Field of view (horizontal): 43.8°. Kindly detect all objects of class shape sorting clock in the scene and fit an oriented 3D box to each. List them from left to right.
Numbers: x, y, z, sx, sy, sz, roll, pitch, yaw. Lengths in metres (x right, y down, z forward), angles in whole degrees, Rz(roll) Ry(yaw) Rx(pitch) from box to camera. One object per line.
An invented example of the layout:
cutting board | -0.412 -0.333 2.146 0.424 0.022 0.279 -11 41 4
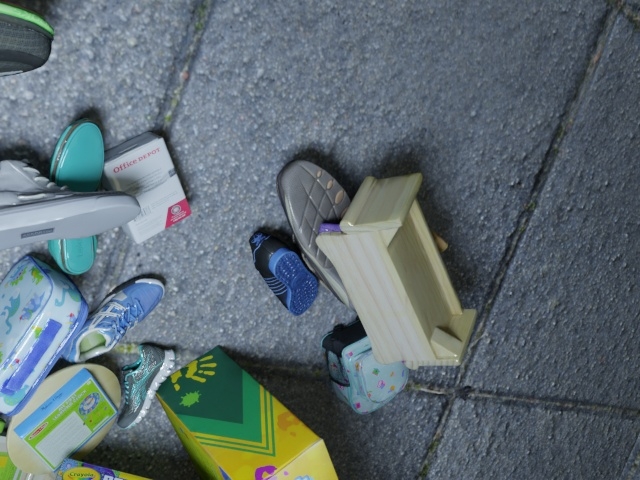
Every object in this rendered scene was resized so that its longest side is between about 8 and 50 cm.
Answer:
shape sorting clock | -0.419 0.292 1.311 0.206 0.040 0.206 -35 142 -33

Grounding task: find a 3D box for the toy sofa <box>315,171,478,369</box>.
toy sofa | 0.148 0.063 1.486 0.363 0.177 0.150 63 37 -29

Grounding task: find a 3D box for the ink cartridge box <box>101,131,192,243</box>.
ink cartridge box | -0.293 -0.089 1.314 0.109 0.063 0.151 -31 123 -23

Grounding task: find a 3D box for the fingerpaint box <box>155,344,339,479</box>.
fingerpaint box | -0.095 0.470 1.490 0.163 0.371 0.445 -32 124 -22

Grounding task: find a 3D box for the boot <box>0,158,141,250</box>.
boot | -0.394 -0.067 1.138 0.258 0.124 0.095 -11 159 -34

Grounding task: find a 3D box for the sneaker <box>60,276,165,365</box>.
sneaker | -0.349 0.142 1.356 0.211 0.081 0.080 -38 126 -17

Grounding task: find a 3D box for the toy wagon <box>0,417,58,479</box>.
toy wagon | -0.562 0.407 1.268 0.344 0.068 0.267 28 78 -52

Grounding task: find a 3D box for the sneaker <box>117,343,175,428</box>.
sneaker | -0.333 0.259 1.442 0.076 0.065 0.167 31 86 -24

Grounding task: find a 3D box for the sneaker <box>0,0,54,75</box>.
sneaker | -0.556 -0.160 0.991 0.482 0.185 0.202 -26 91 -15

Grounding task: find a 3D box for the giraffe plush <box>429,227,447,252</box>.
giraffe plush | 0.144 0.020 1.639 0.170 0.181 0.210 -48 164 3

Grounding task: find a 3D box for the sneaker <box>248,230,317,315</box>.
sneaker | -0.072 0.061 1.535 0.081 0.090 0.232 -42 149 -14

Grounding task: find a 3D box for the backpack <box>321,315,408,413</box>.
backpack | 0.103 0.273 1.703 0.165 0.144 0.189 -26 125 -32

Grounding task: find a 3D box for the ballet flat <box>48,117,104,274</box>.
ballet flat | -0.390 -0.072 1.236 0.083 0.087 0.248 -6 109 -41

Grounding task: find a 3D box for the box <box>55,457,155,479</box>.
box | -0.322 0.538 1.330 0.289 0.177 0.279 16 134 -5

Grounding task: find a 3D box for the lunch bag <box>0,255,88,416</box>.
lunch bag | -0.458 0.146 1.218 0.090 0.176 0.219 37 85 -39

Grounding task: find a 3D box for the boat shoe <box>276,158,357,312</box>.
boat shoe | 0.000 0.000 1.512 0.132 0.130 0.356 -44 124 -25
